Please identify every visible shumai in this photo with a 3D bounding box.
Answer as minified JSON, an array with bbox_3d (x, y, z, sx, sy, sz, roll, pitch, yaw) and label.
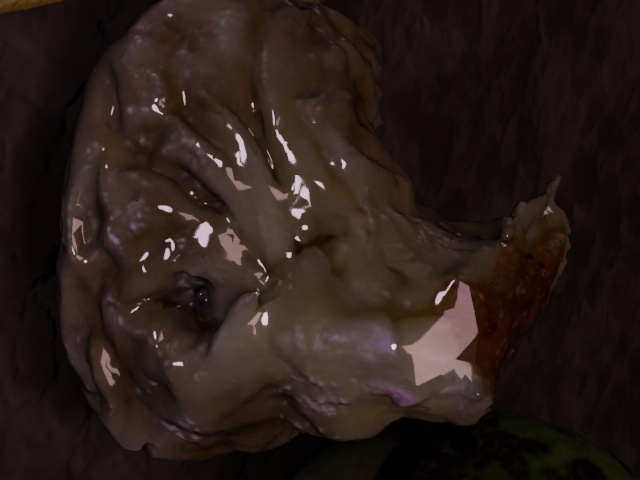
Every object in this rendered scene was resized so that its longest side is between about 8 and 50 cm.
[{"bbox_3d":[0.000,0.000,0.701,0.166,0.175,0.206,-12,111,-50],"label":"shumai"}]

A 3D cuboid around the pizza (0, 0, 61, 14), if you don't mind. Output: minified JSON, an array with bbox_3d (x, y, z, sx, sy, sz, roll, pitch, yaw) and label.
[{"bbox_3d":[-0.101,-0.143,0.617,0.175,0.046,0.134,-39,133,-36],"label":"pizza"}]

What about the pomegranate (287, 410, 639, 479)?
[{"bbox_3d":[0.094,0.207,0.866,0.306,0.242,0.242,27,83,-59],"label":"pomegranate"}]
